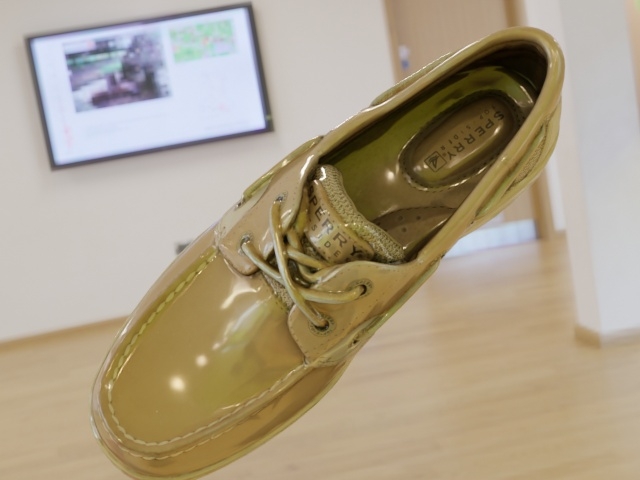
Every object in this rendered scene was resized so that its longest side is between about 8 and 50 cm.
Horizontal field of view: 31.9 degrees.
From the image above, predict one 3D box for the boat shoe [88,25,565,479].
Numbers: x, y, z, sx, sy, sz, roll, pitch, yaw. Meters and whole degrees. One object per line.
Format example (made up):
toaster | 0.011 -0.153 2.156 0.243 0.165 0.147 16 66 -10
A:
boat shoe | 0.000 0.000 0.634 0.341 0.121 0.110 -44 -11 -9
